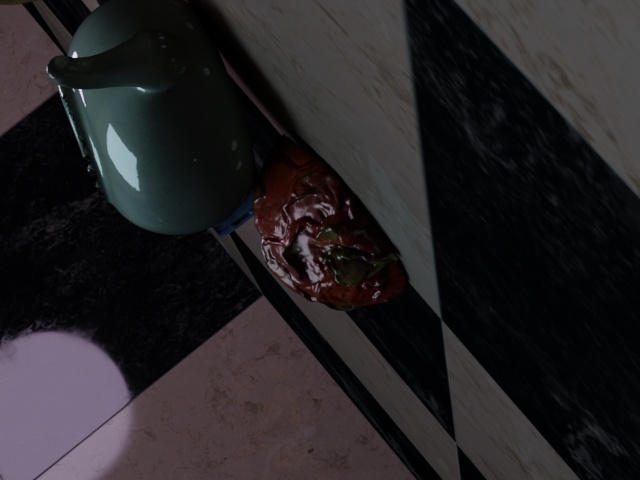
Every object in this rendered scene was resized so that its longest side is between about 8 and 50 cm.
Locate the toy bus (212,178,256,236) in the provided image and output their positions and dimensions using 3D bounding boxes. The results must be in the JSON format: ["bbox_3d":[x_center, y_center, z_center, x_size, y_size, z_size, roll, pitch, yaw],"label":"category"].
[{"bbox_3d":[-0.151,-0.120,1.708,0.236,0.079,0.094,52,-170,-11],"label":"toy bus"}]

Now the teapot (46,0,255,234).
[{"bbox_3d":[-0.133,-0.095,1.233,0.294,0.129,0.193,97,151,-73],"label":"teapot"}]

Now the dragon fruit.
[{"bbox_3d":[0.000,0.000,1.226,0.162,0.083,0.106,56,170,-11],"label":"dragon fruit"}]

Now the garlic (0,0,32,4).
[{"bbox_3d":[-0.265,-0.326,1.127,0.338,0.151,0.196,59,147,-5],"label":"garlic"}]

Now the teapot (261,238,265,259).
[{"bbox_3d":[-0.022,-0.007,1.488,0.064,0.064,0.083,146,117,-77],"label":"teapot"}]
